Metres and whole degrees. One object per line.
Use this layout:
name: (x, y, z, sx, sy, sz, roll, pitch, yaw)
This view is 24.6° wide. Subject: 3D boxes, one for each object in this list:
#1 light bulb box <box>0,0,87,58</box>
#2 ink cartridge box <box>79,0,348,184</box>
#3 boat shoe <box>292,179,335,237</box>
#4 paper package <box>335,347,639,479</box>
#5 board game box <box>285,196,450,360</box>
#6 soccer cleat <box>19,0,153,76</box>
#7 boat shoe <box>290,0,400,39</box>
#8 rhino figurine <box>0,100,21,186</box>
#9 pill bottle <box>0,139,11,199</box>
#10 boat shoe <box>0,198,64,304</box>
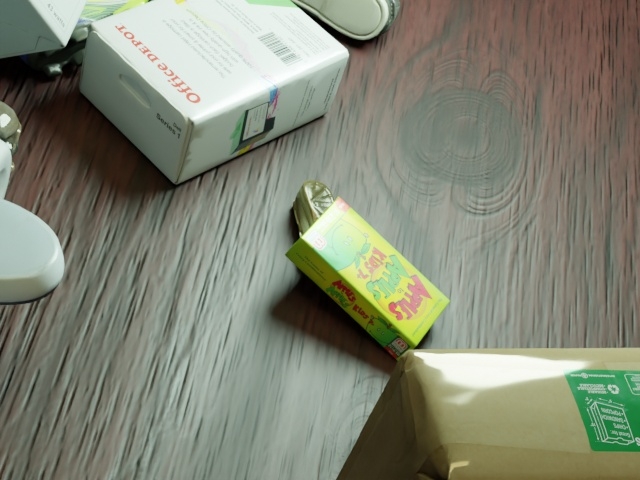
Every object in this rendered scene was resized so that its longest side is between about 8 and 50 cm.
light bulb box: (-0.417, -0.462, 1.753, 0.225, 0.358, 0.361, -4, 50, 29)
ink cartridge box: (-0.137, -0.216, 1.870, 0.278, 0.117, 0.201, -29, 63, -38)
boat shoe: (-0.002, -0.001, 1.775, 0.056, 0.048, 0.153, 5, 52, -32)
paper package: (0.196, 0.250, 1.415, 0.324, 0.309, 0.168, 3, 48, -19)
board game box: (0.056, 0.044, 1.714, 0.181, 0.043, 0.092, 43, 46, -1)
soccer cleat: (-0.275, -0.314, 1.906, 0.289, 0.093, 0.121, -28, 68, -26)
boat shoe: (-0.034, -0.398, 2.100, 0.335, 0.112, 0.095, 35, 28, 6)
rhino figurine: (-0.465, -0.141, 1.712, 0.243, 0.073, 0.106, 16, 49, -3)
pill bottle: (-0.482, -0.079, 1.594, 0.264, 0.146, 0.146, 18, 45, -3)
boat shoe: (-0.427, 0.040, 1.494, 0.367, 0.156, 0.136, 7, 39, 11)
